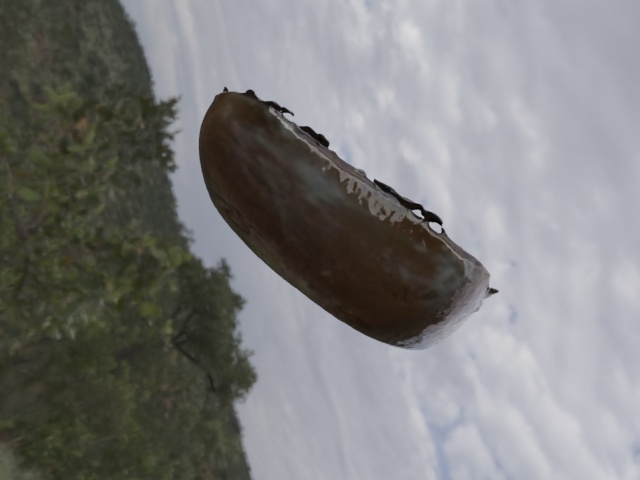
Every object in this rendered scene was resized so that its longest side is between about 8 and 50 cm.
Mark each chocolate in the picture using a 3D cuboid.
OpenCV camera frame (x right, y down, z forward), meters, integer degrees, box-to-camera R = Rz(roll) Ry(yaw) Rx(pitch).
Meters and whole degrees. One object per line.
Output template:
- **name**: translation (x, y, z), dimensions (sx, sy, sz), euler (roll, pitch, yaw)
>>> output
- **chocolate**: translation (-0.002, 0.000, 0.642), dimensions (0.261, 0.083, 0.161), euler (37, -18, 13)
